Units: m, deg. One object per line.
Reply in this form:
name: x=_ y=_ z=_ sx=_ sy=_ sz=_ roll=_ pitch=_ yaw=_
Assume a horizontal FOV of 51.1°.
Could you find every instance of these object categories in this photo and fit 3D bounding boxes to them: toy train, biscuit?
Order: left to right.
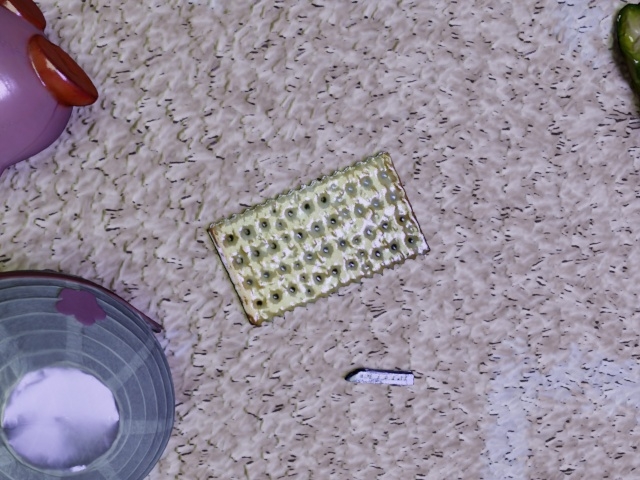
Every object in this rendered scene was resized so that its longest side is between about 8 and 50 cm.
biscuit: x=0.000 y=0.000 z=0.784 sx=0.232 sy=0.016 sz=0.139 roll=-24 pitch=95 yaw=-6
toy train: x=0.070 y=0.163 z=0.802 sx=0.083 sy=0.017 sz=0.017 roll=5 pitch=90 yaw=-8

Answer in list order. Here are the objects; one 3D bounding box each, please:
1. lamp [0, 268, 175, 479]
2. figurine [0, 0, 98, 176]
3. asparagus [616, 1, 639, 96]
lamp: x=-0.273 y=0.144 z=0.654 sx=0.265 sy=0.233 sz=0.233 roll=23 pitch=90 yaw=-32
figurine: x=-0.331 y=-0.151 z=0.657 sx=0.173 sy=0.173 sz=0.173 roll=0 pitch=93 yaw=-8
asparagus: x=0.435 y=-0.153 z=0.807 sx=0.080 sy=0.080 sz=0.287 roll=-36 pitch=98 yaw=-4
